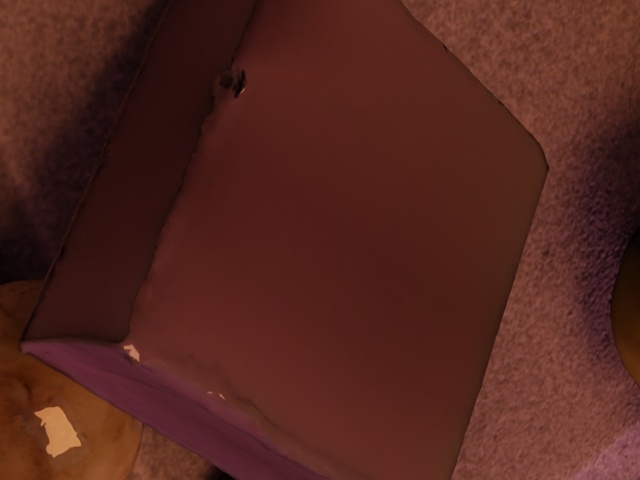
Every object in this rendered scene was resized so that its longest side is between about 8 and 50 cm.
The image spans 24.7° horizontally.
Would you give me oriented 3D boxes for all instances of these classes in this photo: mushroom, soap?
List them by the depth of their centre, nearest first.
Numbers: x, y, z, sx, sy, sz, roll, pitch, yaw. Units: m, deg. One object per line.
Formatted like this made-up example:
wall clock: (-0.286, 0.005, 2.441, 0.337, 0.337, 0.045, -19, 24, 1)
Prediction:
mushroom: (-0.165, 0.095, 0.871, 0.148, 0.112, 0.148, 9, 80, -64)
soap: (0.000, 0.000, 0.889, 0.285, 0.107, 0.296, 40, 61, -35)

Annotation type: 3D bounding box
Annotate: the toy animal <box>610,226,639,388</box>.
toy animal: (0.334, 0.047, 1.178, 0.338, 0.191, 0.216, 82, 28, -57)

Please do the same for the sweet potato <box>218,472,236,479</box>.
sweet potato: (-0.072, 0.250, 1.048, 0.081, 0.062, 0.233, 18, 100, -42)
